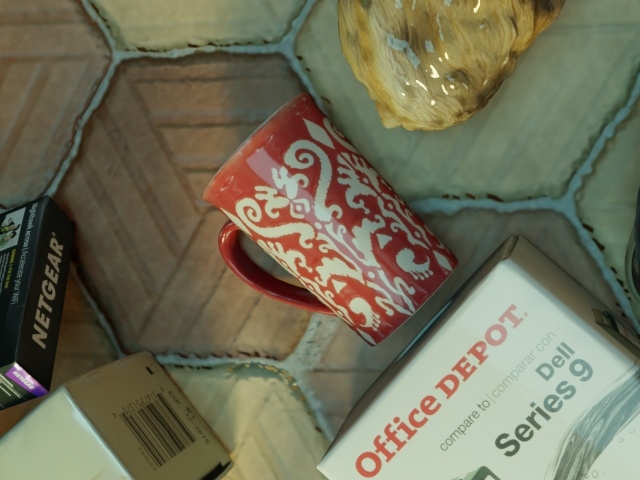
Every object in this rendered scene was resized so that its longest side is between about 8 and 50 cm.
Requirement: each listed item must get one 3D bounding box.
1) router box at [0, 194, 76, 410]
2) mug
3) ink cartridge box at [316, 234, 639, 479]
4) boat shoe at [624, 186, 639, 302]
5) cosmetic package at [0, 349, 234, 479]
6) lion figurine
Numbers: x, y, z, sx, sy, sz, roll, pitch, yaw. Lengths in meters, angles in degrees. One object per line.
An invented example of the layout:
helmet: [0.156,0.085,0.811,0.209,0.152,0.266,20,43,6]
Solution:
router box: [-0.269,0.058,0.771,0.133,0.178,0.046,-20,134,15]
mug: [0.007,-0.007,0.742,0.169,0.150,0.113,44,67,2]
ink cartridge box: [0.174,0.169,0.691,0.289,0.121,0.211,41,106,6]
boat shoe: [0.274,-0.079,0.661,0.103,0.092,0.285,16,99,12]
cosmetic package: [-0.234,0.234,0.784,0.296,0.153,0.129,-40,84,15]
lion figurine: [0.174,-0.247,0.649,0.392,0.142,0.240,-24,97,10]
